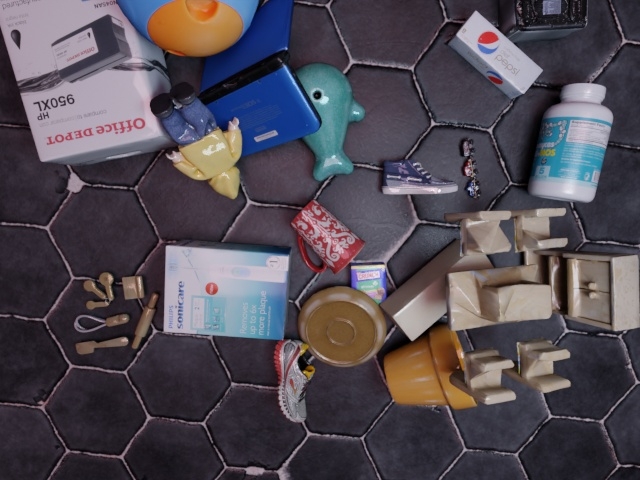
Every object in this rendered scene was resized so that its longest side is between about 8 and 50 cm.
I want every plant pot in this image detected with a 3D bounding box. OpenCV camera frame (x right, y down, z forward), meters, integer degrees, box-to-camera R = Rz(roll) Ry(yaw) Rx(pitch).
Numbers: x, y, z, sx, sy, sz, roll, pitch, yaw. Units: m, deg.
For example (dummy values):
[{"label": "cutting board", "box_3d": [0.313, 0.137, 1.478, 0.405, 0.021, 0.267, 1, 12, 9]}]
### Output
[{"label": "plant pot", "box_3d": [0.054, 0.235, 1.097, 0.236, 0.032, 0.236, 2, 108, 8]}, {"label": "plant pot", "box_3d": [0.270, 0.331, 1.064, 0.188, 0.205, 0.205, -20, 97, 17]}]

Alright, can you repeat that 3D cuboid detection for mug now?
[{"label": "mug", "box_3d": [0.001, -0.001, 1.052, 0.169, 0.113, 0.150, 44, 93, -2]}]

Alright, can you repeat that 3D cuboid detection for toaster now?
[{"label": "toaster", "box_3d": [0.510, -0.560, 0.980, 0.185, 0.110, 0.168, -4, 97, 0]}]

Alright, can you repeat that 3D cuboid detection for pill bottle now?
[{"label": "pill bottle", "box_3d": [0.599, -0.229, 1.007, 0.146, 0.146, 0.264, 9, 97, -2]}]

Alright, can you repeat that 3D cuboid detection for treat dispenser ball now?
[{"label": "treat dispenser ball", "box_3d": [-0.264, -0.518, 0.831, 0.288, 0.288, 0.288, 0, 98, 0]}]

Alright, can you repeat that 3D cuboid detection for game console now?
[{"label": "game console", "box_3d": [-0.136, -0.362, 0.964, 0.293, 0.173, 0.250, -6, 131, 39]}]

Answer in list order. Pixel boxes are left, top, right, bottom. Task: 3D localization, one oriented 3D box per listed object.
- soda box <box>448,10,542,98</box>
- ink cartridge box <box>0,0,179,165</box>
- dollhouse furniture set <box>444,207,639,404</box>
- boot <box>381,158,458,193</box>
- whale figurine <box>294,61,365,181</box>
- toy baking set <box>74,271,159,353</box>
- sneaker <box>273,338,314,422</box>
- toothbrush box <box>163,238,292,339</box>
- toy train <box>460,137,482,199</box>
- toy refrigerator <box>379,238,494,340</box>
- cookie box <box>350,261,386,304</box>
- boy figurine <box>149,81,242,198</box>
[{"label": "soda box", "box_3d": [0.419, -0.444, 1.016, 0.216, 0.069, 0.074, 38, 95, -6]}, {"label": "ink cartridge box", "box_3d": [-0.517, -0.394, 0.965, 0.285, 0.166, 0.395, -12, 98, 1]}, {"label": "dollhouse furniture set", "box_3d": [0.440, 0.112, 0.943, 0.394, 0.256, 0.362, -4, 92, -15]}, {"label": "boot", "box_3d": [0.248, -0.161, 1.051, 0.190, 0.069, 0.086, -1, 100, 1]}, {"label": "whale figurine", "box_3d": [0.004, -0.281, 0.997, 0.216, 0.141, 0.272, -12, 98, 1]}, {"label": "toy baking set", "box_3d": [-0.544, 0.199, 1.116, 0.196, 0.030, 0.256, 20, 97, 0]}, {"label": "sneaker", "box_3d": [-0.061, 0.370, 1.100, 0.092, 0.088, 0.225, -5, 99, 18]}, {"label": "toothbrush box", "box_3d": [-0.227, 0.118, 1.057, 0.295, 0.126, 0.216, 5, 97, 0]}, {"label": "toy train", "box_3d": [0.381, -0.180, 1.071, 0.036, 0.027, 0.158, -11, 97, 5]}, {"label": "toy refrigerator", "box_3d": [0.291, 0.122, 1.053, 0.269, 0.102, 0.094, -40, 104, -3]}, {"label": "cookie box", "box_3d": [0.125, 0.113, 1.101, 0.091, 0.040, 0.107, -3, 98, 1]}, {"label": "boy figurine", "box_3d": [-0.253, -0.213, 0.960, 0.177, 0.092, 0.285, -35, 139, -5]}]
